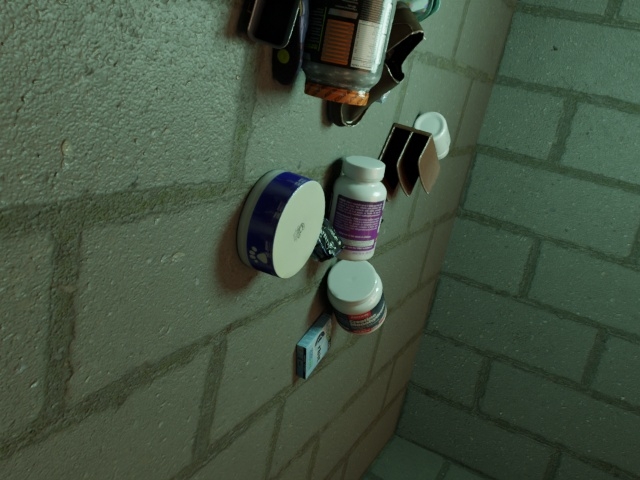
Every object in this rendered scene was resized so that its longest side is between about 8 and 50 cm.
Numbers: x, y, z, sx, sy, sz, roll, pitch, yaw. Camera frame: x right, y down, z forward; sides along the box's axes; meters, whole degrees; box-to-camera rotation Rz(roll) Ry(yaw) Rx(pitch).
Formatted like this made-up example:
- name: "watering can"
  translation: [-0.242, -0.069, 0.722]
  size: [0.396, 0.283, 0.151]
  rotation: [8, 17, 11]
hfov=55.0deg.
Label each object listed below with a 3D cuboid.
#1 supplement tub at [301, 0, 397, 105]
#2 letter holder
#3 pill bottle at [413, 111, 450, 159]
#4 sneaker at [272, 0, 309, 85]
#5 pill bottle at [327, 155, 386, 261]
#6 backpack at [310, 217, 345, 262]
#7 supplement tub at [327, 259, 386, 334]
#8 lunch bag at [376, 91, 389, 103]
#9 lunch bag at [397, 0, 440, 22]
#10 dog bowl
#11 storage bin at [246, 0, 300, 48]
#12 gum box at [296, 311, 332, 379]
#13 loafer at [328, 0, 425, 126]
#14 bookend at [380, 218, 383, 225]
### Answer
- name: "supplement tub"
  translation: [0.063, -0.480, 1.402]
  size: [0.193, 0.193, 0.316]
  rotation: [-23, 129, -61]
- name: "letter holder"
  translation: [0.326, -0.261, 2.304]
  size: [0.214, 0.152, 0.302]
  rotation: [-64, 157, -11]
- name: "pill bottle"
  translation: [0.460, -0.418, 2.506]
  size: [0.131, 0.131, 0.229]
  rotation: [-67, 158, -8]
- name: "sneaker"
  translation: [-0.056, -0.451, 1.364]
  size: [0.082, 0.069, 0.209]
  rotation: [-43, 145, -55]
- name: "pill bottle"
  translation: [0.112, -0.101, 1.906]
  size: [0.169, 0.169, 0.302]
  rotation: [-32, 137, -57]
- name: "backpack"
  translation: [0.000, 0.000, 1.827]
  size: [0.114, 0.084, 0.105]
  rotation: [61, 34, -7]
- name: "supplement tub"
  translation: [0.127, 0.199, 2.159]
  size: [0.191, 0.191, 0.272]
  rotation: [-61, 156, -23]
- name: "lunch bag"
  translation: [0.173, -0.462, 1.883]
  size: [0.053, 0.071, 0.083]
  rotation: [64, 47, -66]
- name: "lunch bag"
  translation: [0.244, -0.733, 1.678]
  size: [0.262, 0.160, 0.223]
  rotation: [23, 66, -76]
- name: "dog bowl"
  translation: [-0.095, -0.041, 1.561]
  size: [0.265, 0.104, 0.265]
  rotation: [-49, 150, -42]
- name: "storage bin"
  translation: [-0.098, -0.457, 1.249]
  size: [0.091, 0.098, 0.135]
  rotation: [-119, -135, -82]
- name: "gum box"
  translation: [-0.021, 0.367, 2.153]
  size: [0.184, 0.041, 0.157]
  rotation: [-46, 147, -45]
- name: "loafer"
  translation: [0.147, -0.447, 1.641]
  size: [0.133, 0.130, 0.366]
  rotation: [-3, 132, -48]
- name: "bookend"
  translation: [0.148, -0.018, 2.189]
  size: [0.157, 0.072, 0.156]
  rotation: [3, 106, -68]
